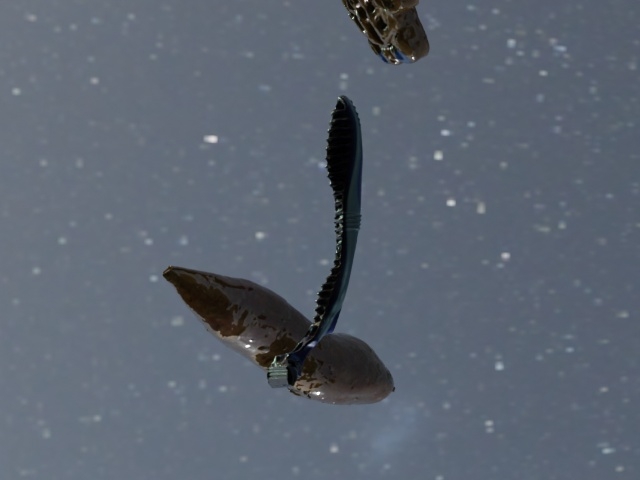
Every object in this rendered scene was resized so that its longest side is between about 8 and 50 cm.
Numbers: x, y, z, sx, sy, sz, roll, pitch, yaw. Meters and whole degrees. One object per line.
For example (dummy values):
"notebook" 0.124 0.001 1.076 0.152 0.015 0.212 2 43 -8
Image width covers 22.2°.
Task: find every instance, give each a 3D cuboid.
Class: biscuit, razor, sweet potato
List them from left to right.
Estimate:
"sweet potato" -0.022 0.071 1.112 0.051 0.218 0.065 -46 -140 16
"razor" 0.004 0.002 0.832 0.044 0.028 0.154 154 -50 -73
"biscuit" 0.019 -0.196 1.100 0.175 0.026 0.124 62 -13 -10
